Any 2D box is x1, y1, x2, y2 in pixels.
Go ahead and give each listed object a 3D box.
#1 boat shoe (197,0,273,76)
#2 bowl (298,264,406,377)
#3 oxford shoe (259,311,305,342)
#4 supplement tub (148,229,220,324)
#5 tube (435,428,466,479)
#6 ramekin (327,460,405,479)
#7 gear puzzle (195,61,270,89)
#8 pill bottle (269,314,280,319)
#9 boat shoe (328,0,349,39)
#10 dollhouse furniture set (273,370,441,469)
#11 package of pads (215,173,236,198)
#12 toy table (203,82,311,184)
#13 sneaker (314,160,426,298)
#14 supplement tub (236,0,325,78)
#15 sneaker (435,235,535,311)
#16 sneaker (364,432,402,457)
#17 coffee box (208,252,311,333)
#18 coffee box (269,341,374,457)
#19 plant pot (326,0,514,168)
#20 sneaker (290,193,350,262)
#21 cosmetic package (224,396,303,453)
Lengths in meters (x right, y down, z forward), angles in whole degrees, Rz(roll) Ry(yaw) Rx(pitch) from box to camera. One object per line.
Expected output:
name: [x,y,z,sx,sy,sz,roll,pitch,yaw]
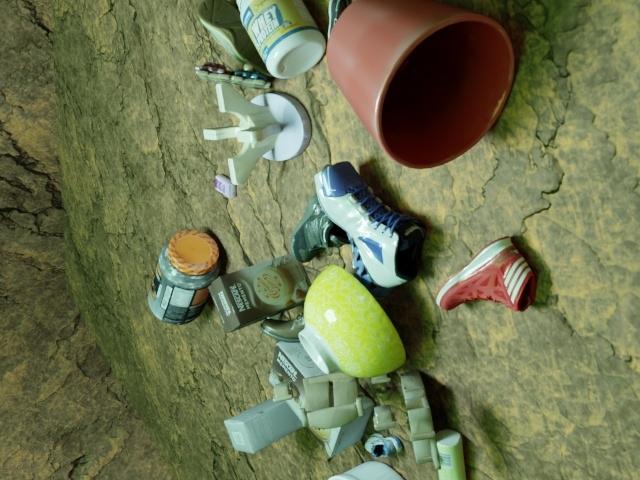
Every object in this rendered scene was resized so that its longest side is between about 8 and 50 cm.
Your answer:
boat shoe: [-0.189,-0.501,1.567,0.302,0.109,0.098,41,171,20]
bowl: [0.045,0.216,1.427,0.289,0.156,0.289,48,163,20]
oxford shoe: [-0.048,0.221,1.642,0.227,0.083,0.096,5,107,6]
supplement tub: [-0.463,0.125,2.114,0.207,0.207,0.338,56,141,21]
tube: [0.300,0.544,1.406,0.062,0.070,0.240,-5,108,13]
ramekin: [0.143,0.720,1.623,0.277,0.135,0.277,26,124,46]
gear puzzle: [-0.215,-0.413,1.551,0.339,0.176,0.044,-124,42,-77]
pill bottle: [-0.173,0.191,1.871,0.120,0.067,0.067,49,139,29]
boat shoe: [0.045,-0.452,1.311,0.038,0.046,0.125,14,108,56]
dollhouse furniture set: [0.068,0.425,1.391,0.303,0.356,0.173,-79,-23,-82]
package of pads: [-0.290,-0.167,1.900,0.083,0.032,0.050,33,127,42]
toy table: [-0.170,-0.281,1.576,0.274,0.161,0.252,-4,102,55]
sneaker: [0.131,-0.037,1.327,0.182,0.127,0.315,-22,94,51]
supplement tub: [-0.091,-0.483,1.391,0.199,0.144,0.144,61,144,14]
sneaker: [0.311,0.103,1.164,0.128,0.087,0.221,57,144,21]
sneaker: [0.148,0.532,1.598,0.135,0.058,0.052,-30,80,55]
coffee box: [-0.156,0.138,1.669,0.098,0.246,0.141,-36,76,54]
coffee box: [-0.004,0.411,1.696,0.297,0.119,0.168,44,138,33]
plant pot: [0.150,-0.296,1.072,0.243,0.275,0.275,50,141,42]
sneaker: [0.000,0.000,1.535,0.130,0.087,0.227,57,137,30]
cosmetic package: [-0.146,0.534,1.844,0.127,0.238,0.107,-19,92,52]
